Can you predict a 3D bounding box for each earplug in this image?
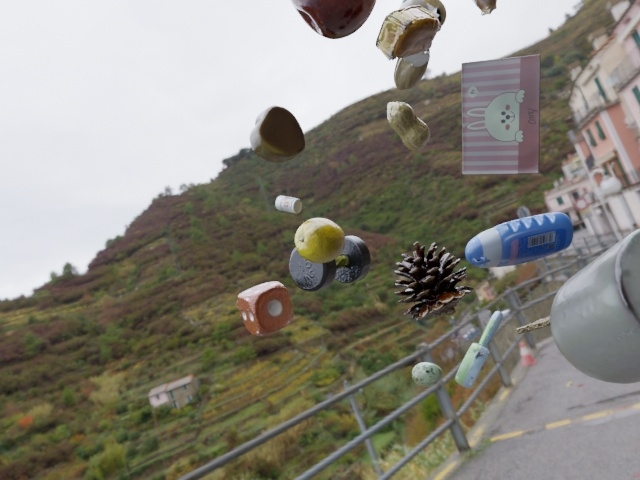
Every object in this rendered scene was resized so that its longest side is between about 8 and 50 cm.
[{"bbox_3d":[0.741,0.182,1.346,0.313,0.312,0.394,-19,-21,-19],"label":"earplug"}]

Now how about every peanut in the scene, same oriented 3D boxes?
[{"bbox_3d":[0.351,-0.451,2.205,0.124,0.123,0.257,-25,-43,26],"label":"peanut"}]

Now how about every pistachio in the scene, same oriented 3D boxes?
[{"bbox_3d":[0.382,-0.739,2.337,0.136,0.136,0.225,-15,-46,-45],"label":"pistachio"}]

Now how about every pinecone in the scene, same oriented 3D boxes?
[{"bbox_3d":[0.358,0.129,1.821,0.264,0.264,0.264,-21,-7,-3],"label":"pinecone"}]

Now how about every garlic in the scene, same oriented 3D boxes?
[{"bbox_3d":[0.512,-0.894,1.869,0.128,0.266,0.148,-43,18,5],"label":"garlic"}]

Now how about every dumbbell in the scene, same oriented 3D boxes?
[{"bbox_3d":[0.044,0.093,2.321,0.204,0.203,0.323,-27,-12,38],"label":"dumbbell"}]

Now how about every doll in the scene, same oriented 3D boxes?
[{"bbox_3d":[0.367,-0.754,2.021,0.208,0.271,0.144,1,-13,-40],"label":"doll"}]

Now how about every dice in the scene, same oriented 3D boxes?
[{"bbox_3d":[-0.226,0.270,2.240,0.174,0.174,0.179,-23,13,-32],"label":"dice"}]

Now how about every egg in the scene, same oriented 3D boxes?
[{"bbox_3d":[0.373,0.467,1.949,0.110,0.085,0.085,-7,-9,-9],"label":"egg"}]

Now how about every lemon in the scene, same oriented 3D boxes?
[{"bbox_3d":[0.000,0.000,1.978,0.170,0.169,0.207,-26,-15,31],"label":"lemon"}]

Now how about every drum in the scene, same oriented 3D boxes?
[{"bbox_3d":[0.424,0.296,1.481,0.253,0.049,0.130,-36,-35,-51],"label":"drum"}]

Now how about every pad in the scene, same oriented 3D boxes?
[{"bbox_3d":[0.471,-0.324,1.466,0.202,0.299,0.005,3,12,28],"label":"pad"}]

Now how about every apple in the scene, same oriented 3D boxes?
[{"bbox_3d":[0.031,-0.616,1.371,0.201,0.218,0.218,-44,-12,12],"label":"apple"}]

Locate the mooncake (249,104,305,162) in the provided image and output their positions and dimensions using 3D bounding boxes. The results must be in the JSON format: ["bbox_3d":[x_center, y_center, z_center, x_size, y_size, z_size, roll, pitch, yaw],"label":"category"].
[{"bbox_3d":[-0.173,-0.424,2.290,0.235,0.234,0.117,-16,-7,-40],"label":"mooncake"}]

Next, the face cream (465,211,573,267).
[{"bbox_3d":[0.490,0.007,1.396,0.264,0.083,0.149,-13,-44,-7],"label":"face cream"}]

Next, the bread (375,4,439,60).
[{"bbox_3d":[0.286,-0.667,1.791,0.241,0.107,0.136,-32,-25,-45],"label":"bread"}]

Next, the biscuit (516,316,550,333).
[{"bbox_3d":[0.756,0.274,1.869,0.131,0.025,0.231,-29,-16,39],"label":"biscuit"}]

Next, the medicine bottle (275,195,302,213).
[{"bbox_3d":[-0.117,-0.134,2.078,0.089,0.057,0.057,13,15,35],"label":"medicine bottle"}]
